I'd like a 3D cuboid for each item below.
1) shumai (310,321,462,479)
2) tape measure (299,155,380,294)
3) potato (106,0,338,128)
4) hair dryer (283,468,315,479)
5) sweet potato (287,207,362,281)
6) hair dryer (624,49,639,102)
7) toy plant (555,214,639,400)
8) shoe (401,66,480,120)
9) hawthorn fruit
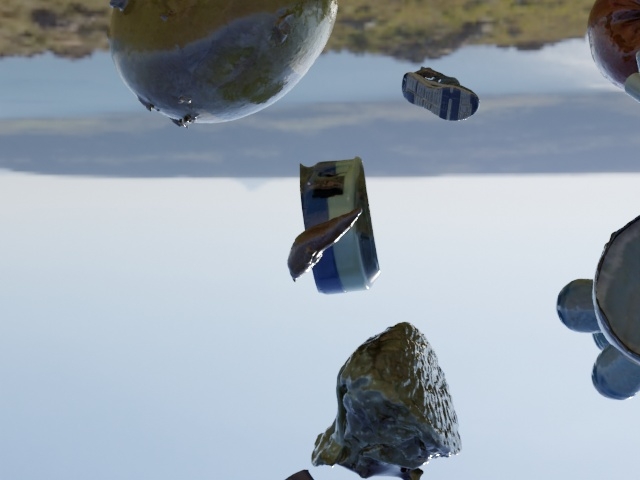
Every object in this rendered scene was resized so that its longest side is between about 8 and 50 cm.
[{"bbox_3d":[0.086,0.323,1.988,0.288,0.292,0.330,-22,162,17],"label":"shumai"},{"bbox_3d":[0.042,-0.023,2.225,0.138,0.259,0.262,-11,-162,4],"label":"tape measure"},{"bbox_3d":[-0.191,-0.404,1.980,0.442,0.385,0.319,-35,-162,20],"label":"potato"},{"bbox_3d":[0.021,0.563,1.773,0.121,0.301,0.361,-25,153,-21],"label":"hair dryer"},{"bbox_3d":[-0.006,-0.003,2.023,0.068,0.068,0.226,-4,146,-49],"label":"sweet potato"},{"bbox_3d":[0.585,-0.299,1.946,0.047,0.137,0.082,-36,-133,-5],"label":"hair dryer"},{"bbox_3d":[0.479,0.109,1.584,0.247,0.247,0.332,0,163,1],"label":"toy plant"},{"bbox_3d":[0.205,-0.247,1.791,0.143,0.064,0.071,26,-136,30],"label":"shoe"},{"bbox_3d":[0.734,-0.453,2.439,0.276,0.277,0.298,-1,163,-8],"label":"hawthorn fruit"}]
